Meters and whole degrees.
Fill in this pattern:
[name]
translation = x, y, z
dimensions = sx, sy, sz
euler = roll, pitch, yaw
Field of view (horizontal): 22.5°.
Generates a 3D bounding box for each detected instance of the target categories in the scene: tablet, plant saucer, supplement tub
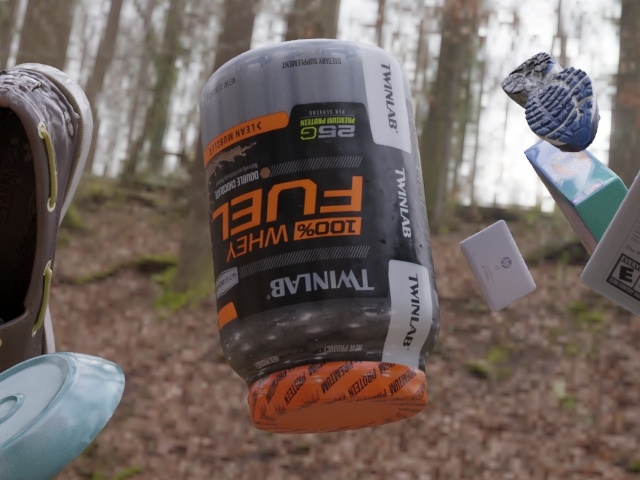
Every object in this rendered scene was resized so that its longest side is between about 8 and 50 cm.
[tablet]
translation = 0.183, 0.027, 1.656
dimensions = 0.054, 0.083, 0.006
euler = -29, 13, -8
[plant saucer]
translation = -0.152, 0.090, 0.791
dimensions = 0.119, 0.119, 0.021
euler = -11, -60, 40
[supplement tub]
translation = 0.000, 0.000, 1.511
dimensions = 0.207, 0.338, 0.207
euler = -6, -17, -2

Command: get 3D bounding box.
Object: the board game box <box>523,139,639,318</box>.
[board game box]
translation = 0.258, -0.005, 1.420
dimensions = 0.047, 0.210, 0.160
euler = -34, -74, 5

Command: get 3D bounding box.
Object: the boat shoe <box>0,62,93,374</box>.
[boat shoe]
translation = -0.243, 0.036, 1.149
dimensions = 0.116, 0.324, 0.097
euler = 18, 15, 6

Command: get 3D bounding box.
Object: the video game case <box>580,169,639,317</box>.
[video game case]
translation = 0.280, 0.002, 0.951
dimensions = 0.201, 0.023, 0.183
euler = 32, -57, 12

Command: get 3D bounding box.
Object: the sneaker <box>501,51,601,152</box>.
[sneaker]
translation = 0.169, -0.086, 1.092
dimensions = 0.052, 0.135, 0.058
euler = -40, -69, 11
